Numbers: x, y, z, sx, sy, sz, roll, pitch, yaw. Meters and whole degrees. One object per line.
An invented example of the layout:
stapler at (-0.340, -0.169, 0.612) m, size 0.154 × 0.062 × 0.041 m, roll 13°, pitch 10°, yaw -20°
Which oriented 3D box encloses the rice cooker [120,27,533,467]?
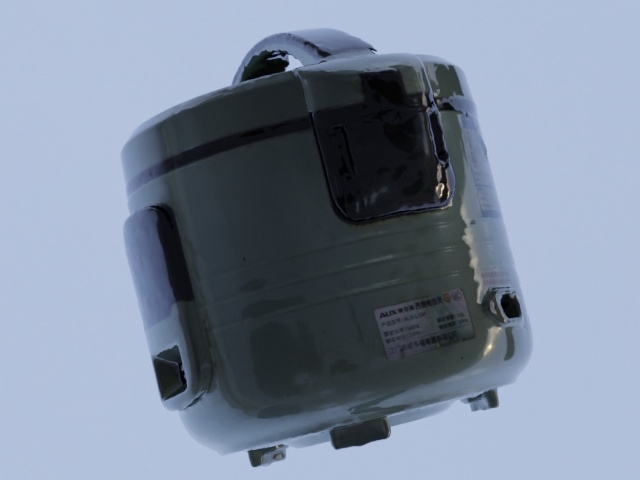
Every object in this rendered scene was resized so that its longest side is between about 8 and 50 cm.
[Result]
rice cooker at (0.000, 0.000, 0.930) m, size 0.226 × 0.226 × 0.244 m, roll -10°, pitch -97°, yaw -5°
